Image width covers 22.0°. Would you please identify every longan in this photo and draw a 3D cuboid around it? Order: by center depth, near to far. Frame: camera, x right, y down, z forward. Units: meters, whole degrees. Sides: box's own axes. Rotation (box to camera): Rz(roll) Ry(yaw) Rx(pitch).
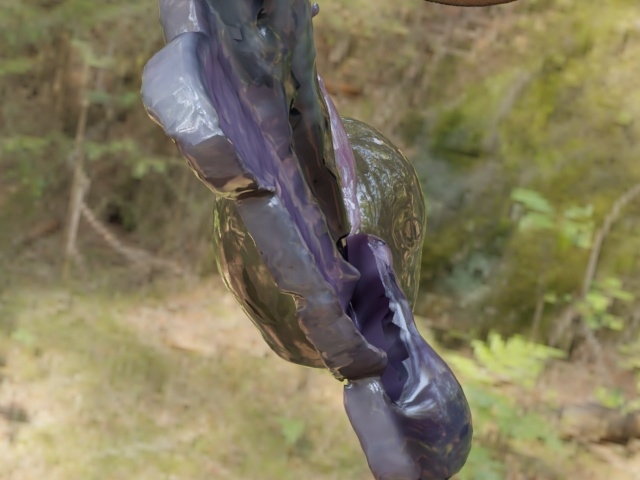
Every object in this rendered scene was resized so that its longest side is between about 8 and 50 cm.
[{"bbox_3d":[0.000,0.000,1.204,0.167,0.187,0.167,-15,-21,-6],"label":"longan"}]

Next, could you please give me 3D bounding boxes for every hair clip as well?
[{"bbox_3d":[-0.010,-0.041,0.403,0.056,0.187,0.146,-13,49,0],"label":"hair clip"}]

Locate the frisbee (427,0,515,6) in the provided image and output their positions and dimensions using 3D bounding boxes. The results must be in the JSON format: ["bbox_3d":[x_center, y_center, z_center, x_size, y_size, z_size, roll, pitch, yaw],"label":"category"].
[{"bbox_3d":[0.104,-0.285,1.124,0.251,0.251,0.021,15,15,16],"label":"frisbee"}]
